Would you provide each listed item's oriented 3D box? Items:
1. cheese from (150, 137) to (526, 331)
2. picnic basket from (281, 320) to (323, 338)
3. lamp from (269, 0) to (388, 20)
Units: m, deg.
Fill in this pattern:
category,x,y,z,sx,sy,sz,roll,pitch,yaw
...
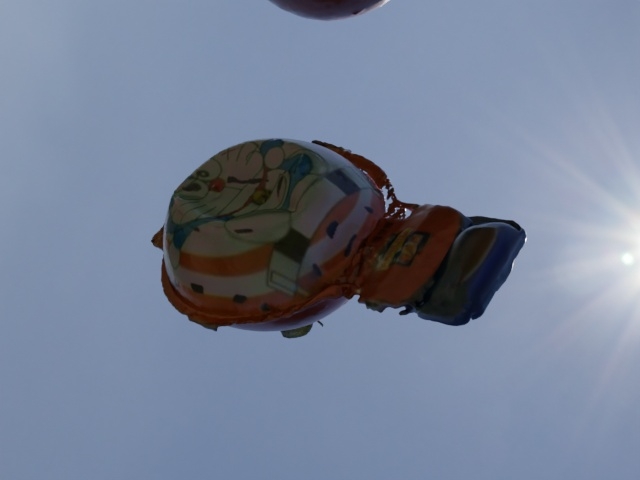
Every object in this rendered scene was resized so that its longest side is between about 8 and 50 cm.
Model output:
category,x,y,z,sx,sy,sz,roll,pitch,yaw
cheese,0.000,0.000,0.824,0.329,0.129,0.217,11,-129,38
picnic basket,-0.040,0.130,1.734,0.083,0.065,0.083,43,-55,57
lamp,0.035,-0.346,0.930,0.305,0.240,0.305,-171,-90,-74
